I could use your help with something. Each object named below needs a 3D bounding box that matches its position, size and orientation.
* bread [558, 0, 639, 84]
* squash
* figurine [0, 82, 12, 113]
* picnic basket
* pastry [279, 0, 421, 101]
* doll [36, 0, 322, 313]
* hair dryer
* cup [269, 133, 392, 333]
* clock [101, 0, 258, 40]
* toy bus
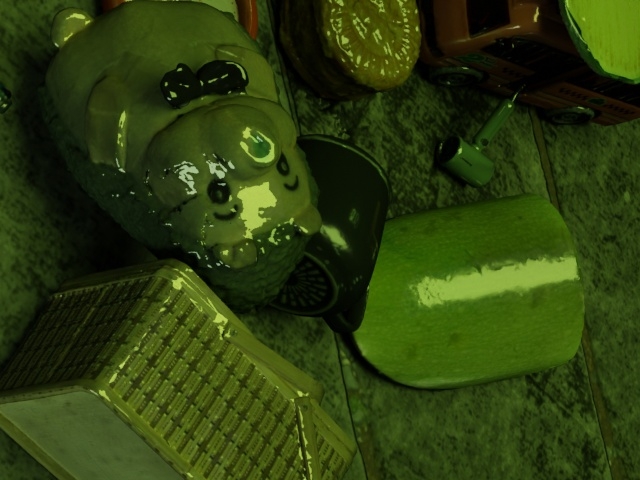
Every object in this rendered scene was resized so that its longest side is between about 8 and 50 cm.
[{"bbox_3d":[0.361,-0.302,1.938,0.228,0.033,0.229,12,72,-42],"label":"bread"},{"bbox_3d":[0.155,0.075,1.952,0.308,0.210,0.234,-11,89,-16],"label":"squash"},{"bbox_3d":[-0.361,-0.179,1.514,0.149,0.087,0.086,46,15,-27],"label":"figurine"},{"bbox_3d":[-0.139,0.181,1.532,0.313,0.228,0.175,48,54,-24],"label":"picnic basket"},{"bbox_3d":[0.038,-0.265,1.891,0.188,0.103,0.189,13,70,-42],"label":"pastry"},{"bbox_3d":[-0.131,-0.096,1.542,0.247,0.247,0.350,-5,57,-44],"label":"doll"},{"bbox_3d":[0.221,-0.144,2.029,0.071,0.047,0.150,33,99,-36],"label":"hair dryer"},{"bbox_3d":[0.000,0.000,1.763,0.223,0.169,0.177,60,37,-38],"label":"cup"},{"bbox_3d":[-0.157,-0.262,1.742,0.205,0.051,0.205,11,73,-39],"label":"clock"},{"bbox_3d":[0.323,-0.295,2.081,0.427,0.233,0.203,12,72,-42],"label":"toy bus"}]
